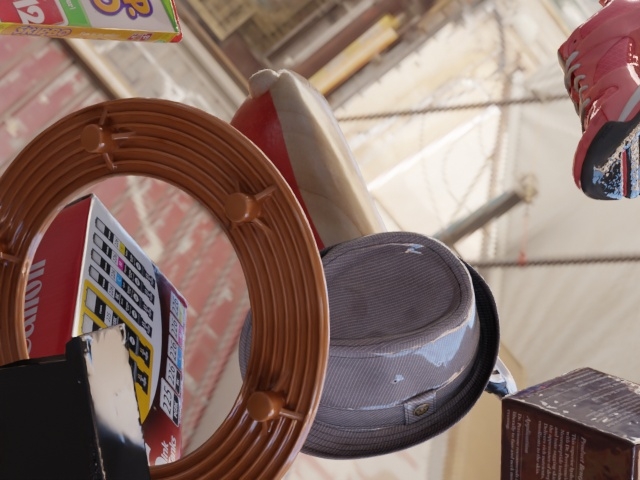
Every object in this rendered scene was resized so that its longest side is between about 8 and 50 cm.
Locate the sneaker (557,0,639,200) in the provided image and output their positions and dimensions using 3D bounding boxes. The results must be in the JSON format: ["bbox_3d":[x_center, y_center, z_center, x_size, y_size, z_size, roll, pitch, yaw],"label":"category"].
[{"bbox_3d":[0.295,-0.152,1.225,0.136,0.116,0.314,15,-133,25],"label":"sneaker"}]

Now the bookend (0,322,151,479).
[{"bbox_3d":[-0.203,0.147,0.811,0.157,0.156,0.072,-10,-179,15],"label":"bookend"}]

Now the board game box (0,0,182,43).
[{"bbox_3d":[-0.263,-0.283,1.330,0.259,0.124,0.039,-5,165,-45],"label":"board game box"}]

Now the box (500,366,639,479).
[{"bbox_3d":[0.344,0.272,1.456,0.167,0.168,0.203,-12,-161,-38],"label":"box"}]

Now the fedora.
[{"bbox_3d":[0.049,0.083,1.209,0.275,0.243,0.124,-14,150,-4],"label":"fedora"}]

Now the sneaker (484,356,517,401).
[{"bbox_3d":[0.210,0.197,1.838,0.121,0.217,0.079,-37,-143,-3],"label":"sneaker"}]

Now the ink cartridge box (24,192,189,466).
[{"bbox_3d":[-0.262,0.115,1.243,0.130,0.272,0.309,-23,-140,16],"label":"ink cartridge box"}]

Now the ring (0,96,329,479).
[{"bbox_3d":[-0.147,0.060,0.897,0.336,0.336,0.032,-33,165,26],"label":"ring"}]

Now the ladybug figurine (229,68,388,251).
[{"bbox_3d":[0.000,0.000,1.492,0.162,0.449,0.305,-25,-161,3],"label":"ladybug figurine"}]
